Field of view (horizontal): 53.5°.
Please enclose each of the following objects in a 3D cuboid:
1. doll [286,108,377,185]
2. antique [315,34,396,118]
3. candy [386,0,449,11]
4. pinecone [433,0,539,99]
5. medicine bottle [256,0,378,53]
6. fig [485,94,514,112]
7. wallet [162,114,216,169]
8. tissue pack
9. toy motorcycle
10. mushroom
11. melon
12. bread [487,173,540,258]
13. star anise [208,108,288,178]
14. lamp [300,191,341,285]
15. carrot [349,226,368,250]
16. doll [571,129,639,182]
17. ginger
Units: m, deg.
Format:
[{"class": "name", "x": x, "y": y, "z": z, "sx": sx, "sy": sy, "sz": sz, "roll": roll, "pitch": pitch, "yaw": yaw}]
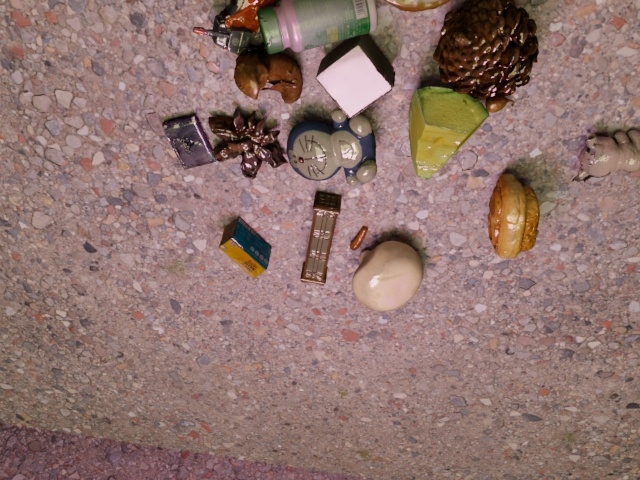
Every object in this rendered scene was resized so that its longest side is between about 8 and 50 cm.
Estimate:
[{"class": "doll", "x": 0.029, "y": -0.257, "z": 1.770, "sx": 0.258, "sy": 0.154, "sz": 0.228, "roll": -7, "pitch": 121, "yaw": 12}, {"class": "antique", "x": 0.093, "y": -0.428, "z": 1.620, "sx": 0.146, "sy": 0.148, "sz": 0.152, "roll": -30, "pitch": 119, "yaw": 28}, {"class": "candy", "x": 0.227, "y": -0.649, "z": 1.437, "sx": 0.259, "sy": 0.118, "sz": 0.260, "roll": 3, "pitch": 133, "yaw": 4}, {"class": "pinecone", "x": 0.397, "y": -0.445, "z": 1.514, "sx": 0.243, "sy": 0.244, "sz": 0.257, "roll": -18, "pitch": 146, "yaw": 22}, {"class": "medicine bottle", "x": -0.010, "y": -0.530, "z": 1.511, "sx": 0.274, "sy": 0.133, "sz": 0.134, "roll": -16, "pitch": 128, "yaw": -4}, {"class": "fig", "x": 0.479, "y": -0.365, "z": 1.689, "sx": 0.083, "sy": 0.050, "sz": 0.050, "roll": -4, "pitch": 131, "yaw": -11}, {"class": "wallet", "x": -0.386, "y": -0.292, "z": 1.881, "sx": 0.111, "sy": 0.030, "sz": 0.166, "roll": -12, "pitch": 129, "yaw": 11}, {"class": "tissue pack", "x": -0.245, "y": 0.025, "z": 2.068, "sx": 0.082, "sy": 0.120, "sz": 0.169, "roll": -30, "pitch": 121, "yaw": 27}, {"class": "toy motorcycle", "x": -0.193, "y": -0.604, "z": 1.524, "sx": 0.221, "sy": 0.148, "sz": 0.326, "roll": 3, "pitch": 128, "yaw": -24}, {"class": "mushroom", "x": 0.203, "y": 0.107, "z": 2.035, "sx": 0.246, "sy": 0.202, "sz": 0.246, "roll": -26, "pitch": 136, "yaw": -28}, {"class": "melon", "x": 0.311, "y": -0.284, "z": 1.713, "sx": 0.196, "sy": 0.124, "sz": 0.323, "roll": 20, "pitch": 161, "yaw": 2}, {"class": "bread", "x": 0.551, "y": -0.066, "z": 1.826, "sx": 0.120, "sy": 0.198, "sz": 0.236, "roll": -2, "pitch": 129, "yaw": 3}, {"class": "star anise", "x": -0.220, "y": -0.273, "z": 1.831, "sx": 0.219, "sy": 0.099, "sz": 0.214, "roll": -5, "pitch": 120, "yaw": 13}, {"class": "lamp", "x": 0.000, "y": 0.000, "z": 2.033, "sx": 0.090, "sy": 0.089, "sz": 0.326, "roll": 10, "pitch": 131, "yaw": -2}, {"class": "carrot", "x": 0.125, "y": -0.005, "z": 2.049, "sx": 0.032, "sy": 0.032, "sz": 0.093, "roll": 23, "pitch": 124, "yaw": -11}, {"class": "doll", "x": 0.791, "y": -0.225, "z": 1.727, "sx": 0.191, "sy": 0.095, "sz": 0.149, "roll": -2, "pitch": 132, "yaw": 7}, {"class": "ginger", "x": -0.128, "y": -0.420, "z": 1.606, "sx": 0.107, "sy": 0.309, "sz": 0.133, "roll": -24, "pitch": 92, "yaw": 27}]
